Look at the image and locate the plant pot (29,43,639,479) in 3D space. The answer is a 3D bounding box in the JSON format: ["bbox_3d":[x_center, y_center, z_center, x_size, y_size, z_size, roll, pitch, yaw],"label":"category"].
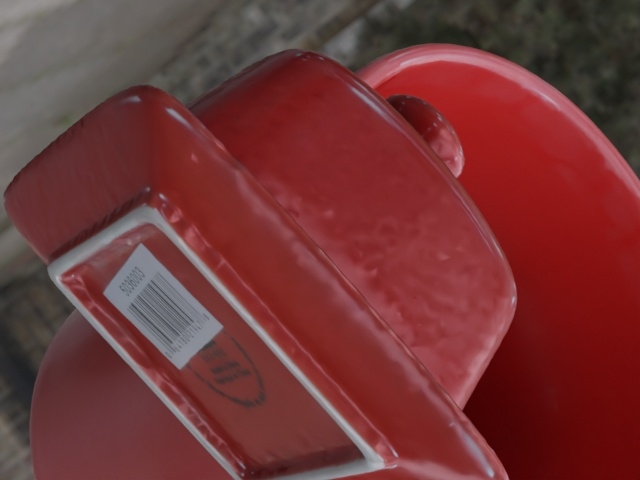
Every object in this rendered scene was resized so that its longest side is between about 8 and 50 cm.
[{"bbox_3d":[0.010,0.076,0.911,0.243,0.275,0.275,-26,-175,42],"label":"plant pot"}]

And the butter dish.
[{"bbox_3d":[0.000,0.000,0.611,0.118,0.160,0.160,-46,-171,-25],"label":"butter dish"}]
